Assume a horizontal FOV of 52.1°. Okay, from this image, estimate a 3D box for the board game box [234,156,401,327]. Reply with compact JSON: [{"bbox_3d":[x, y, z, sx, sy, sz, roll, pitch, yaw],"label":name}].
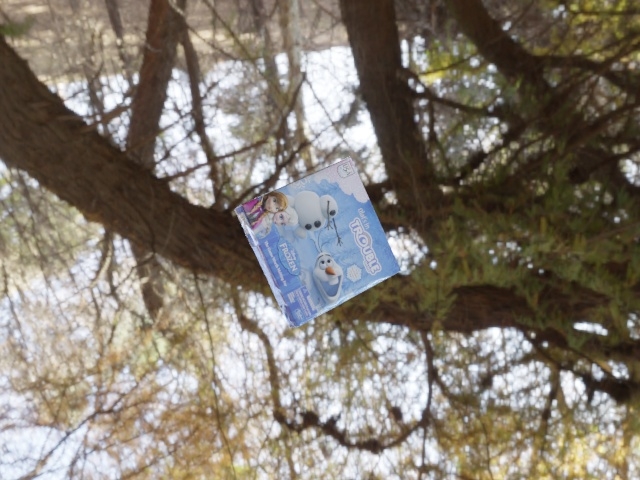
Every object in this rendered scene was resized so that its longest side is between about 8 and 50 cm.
[{"bbox_3d":[0.000,0.000,0.456,0.090,0.090,0.020,-27,-176,-24],"label":"board game box"}]
